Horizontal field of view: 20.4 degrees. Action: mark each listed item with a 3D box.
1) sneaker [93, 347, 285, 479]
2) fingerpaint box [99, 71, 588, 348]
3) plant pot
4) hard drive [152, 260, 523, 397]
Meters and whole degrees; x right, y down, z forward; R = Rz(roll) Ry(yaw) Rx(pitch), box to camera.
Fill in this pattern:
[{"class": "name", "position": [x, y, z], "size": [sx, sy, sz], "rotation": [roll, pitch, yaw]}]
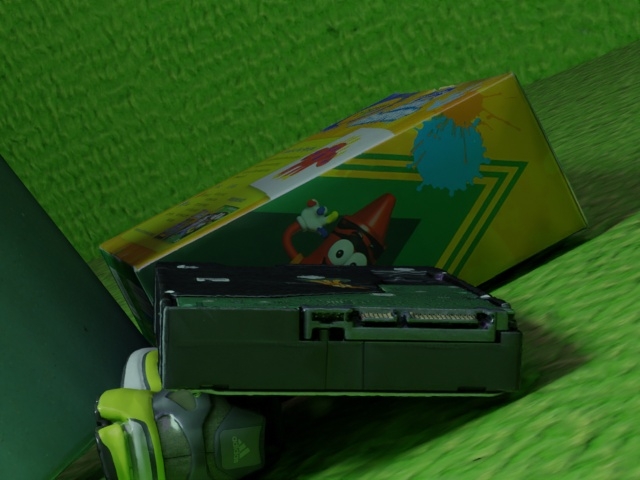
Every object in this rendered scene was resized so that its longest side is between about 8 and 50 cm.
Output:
[{"class": "sneaker", "position": [-0.085, 0.139, 1.310], "size": [0.121, 0.111, 0.300], "rotation": [-7, 8, 2]}, {"class": "fingerpaint box", "position": [0.000, 0.000, 1.699], "size": [0.371, 0.163, 0.445], "rotation": [-28, 7, -9]}, {"class": "plant pot", "position": [-0.329, 0.068, 1.454], "size": [0.341, 0.334, 0.341], "rotation": [-44, 3, 3]}, {"class": "hard drive", "position": [-0.002, 0.060, 1.285], "size": [0.236, 0.064, 0.339], "rotation": [1, 3, -7]}]
